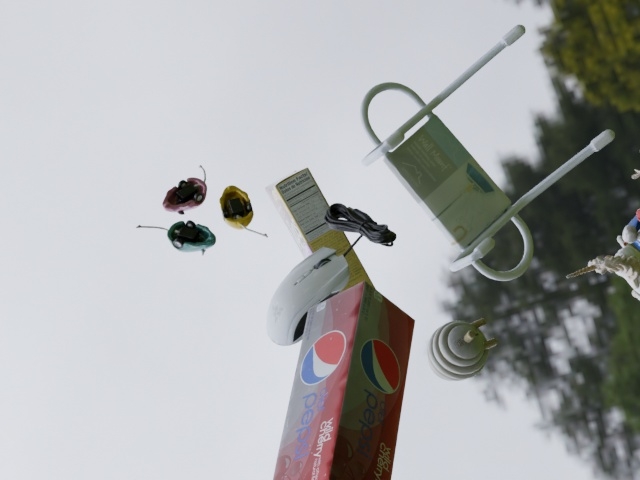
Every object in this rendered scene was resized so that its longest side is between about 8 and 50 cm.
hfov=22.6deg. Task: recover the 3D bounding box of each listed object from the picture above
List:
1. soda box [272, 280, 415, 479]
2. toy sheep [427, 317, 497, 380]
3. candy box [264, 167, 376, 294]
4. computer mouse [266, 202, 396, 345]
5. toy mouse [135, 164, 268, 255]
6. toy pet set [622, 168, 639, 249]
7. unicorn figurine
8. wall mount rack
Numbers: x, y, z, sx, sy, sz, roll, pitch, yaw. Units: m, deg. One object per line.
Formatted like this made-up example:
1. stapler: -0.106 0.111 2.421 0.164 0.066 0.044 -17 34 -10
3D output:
1. soda box: 0.024 0.175 1.624 0.083 0.092 0.263 38 -136 -29
2. toy sheep: 0.190 0.148 2.182 0.132 0.091 0.091 109 164 -60
3. candy box: 0.000 0.000 2.034 0.186 0.053 0.109 62 172 -4
4. computer mouse: -0.002 0.042 1.910 0.193 0.106 0.042 -52 -41 -4
5. toy mouse: -0.155 -0.027 1.958 0.031 0.143 0.161 82 166 -47
6. toy pet set: 0.323 -0.033 1.594 0.114 0.065 0.122 42 -135 -34
7. unicorn figurine: 0.347 0.039 1.768 0.162 0.060 0.111 28 -169 -7
8. wall mount rack: 0.237 -0.129 2.305 0.304 0.130 0.350 -42 -87 -25
